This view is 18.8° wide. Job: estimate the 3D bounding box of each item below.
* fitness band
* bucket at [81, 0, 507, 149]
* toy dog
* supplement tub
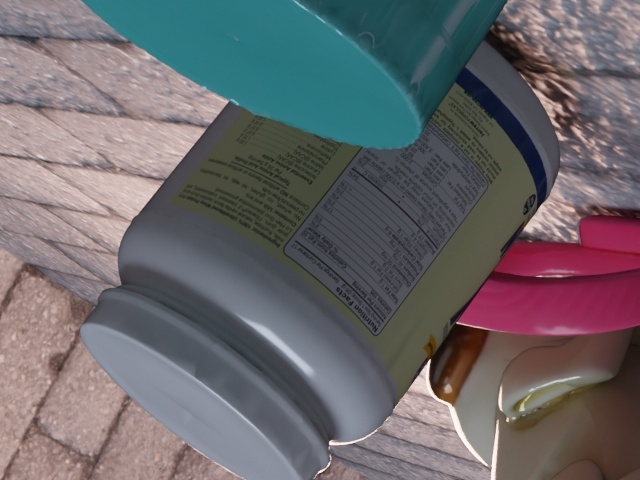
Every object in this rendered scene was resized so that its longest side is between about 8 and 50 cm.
[{"bbox_3d":[0.196,0.025,1.555,0.209,0.054,0.291,-11,-170,-31],"label":"fitness band"},{"bbox_3d":[-0.010,-0.188,1.086,0.281,0.183,0.281,26,167,6],"label":"bucket"},{"bbox_3d":[0.257,0.206,1.747,0.284,0.395,0.408,11,-146,-22],"label":"toy dog"},{"bbox_3d":[0.000,0.000,1.421,0.235,0.325,0.235,33,162,13],"label":"supplement tub"}]
